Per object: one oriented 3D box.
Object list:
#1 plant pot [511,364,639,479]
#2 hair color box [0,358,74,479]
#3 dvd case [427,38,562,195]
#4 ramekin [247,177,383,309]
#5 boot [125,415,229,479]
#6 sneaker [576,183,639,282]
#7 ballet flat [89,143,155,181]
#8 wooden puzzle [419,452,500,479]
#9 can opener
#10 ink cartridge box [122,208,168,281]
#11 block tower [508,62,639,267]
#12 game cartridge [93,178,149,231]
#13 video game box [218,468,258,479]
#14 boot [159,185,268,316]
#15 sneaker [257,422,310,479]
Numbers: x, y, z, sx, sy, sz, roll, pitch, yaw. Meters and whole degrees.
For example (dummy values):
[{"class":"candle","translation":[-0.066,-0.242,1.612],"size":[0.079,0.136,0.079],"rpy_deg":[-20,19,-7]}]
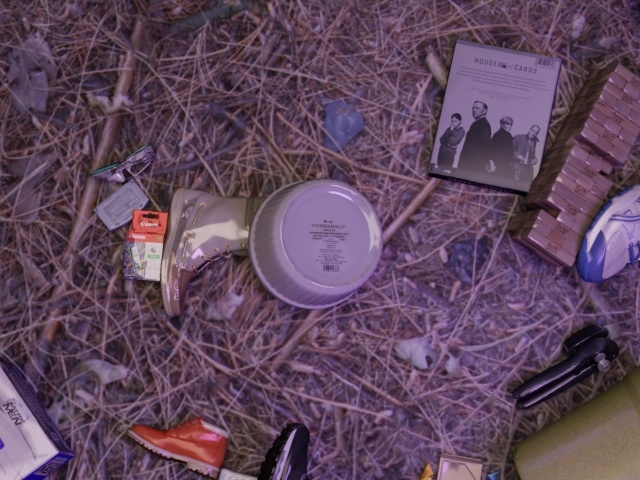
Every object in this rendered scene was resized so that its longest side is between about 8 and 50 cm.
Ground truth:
[{"class":"plant pot","translation":[0.425,0.335,1.738],"size":[0.254,0.276,0.276],"rpy_deg":[-25,77,9]},{"class":"hair color box","translation":[-0.574,0.356,1.840],"size":[0.339,0.110,0.185],"rpy_deg":[-36,77,-4]},{"class":"dvd case","translation":[0.286,-0.203,1.968],"size":[0.179,0.029,0.238],"rpy_deg":[12,77,6]},{"class":"ramekin","translation":[0.000,0.000,1.860],"size":[0.207,0.109,0.207],"rpy_deg":[3,80,-19]},{"class":"boot","translation":[-0.220,0.305,1.863],"size":[0.158,0.059,0.084],"rpy_deg":[21,75,-1]},{"class":"sneaker","translation":[0.526,-0.028,1.846],"size":[0.296,0.112,0.131],"rpy_deg":[-42,55,-11]},{"class":"ballet flat","translation":[-0.323,-0.119,1.975],"size":[0.114,0.041,0.041],"rpy_deg":[-27,77,-2]},{"class":"wooden puzzle","translation":[0.212,0.368,1.847],"size":[0.116,0.014,0.078],"rpy_deg":[16,82,6]},{"class":"can opener","translation":[0.381,0.205,1.862],"size":[0.186,0.073,0.059],"rpy_deg":[-36,117,-3]},{"class":"ink cartridge box","translation":[-0.282,0.008,1.938],"size":[0.063,0.029,0.115],"rpy_deg":[5,87,4]},{"class":"block tower","translation":[0.416,-0.125,1.900],"size":[0.097,0.091,0.335],"rpy_deg":[33,79,-13]},{"class":"game cartridge","translation":[-0.325,-0.055,1.970],"size":[0.083,0.017,0.056],"rpy_deg":[-38,75,-6]},{"class":"video game box","translation":[-0.084,0.467,1.820],"size":[0.187,0.048,0.205],"rpy_deg":[13,78,7]},{"class":"boot","translation":[-0.167,0.023,1.915],"size":[0.165,0.077,0.213],"rpy_deg":[6,77,2]},{"class":"sneaker","translation":[-0.042,0.415,1.770],"size":[0.124,0.107,0.283],"rpy_deg":[18,81,-9]}]
